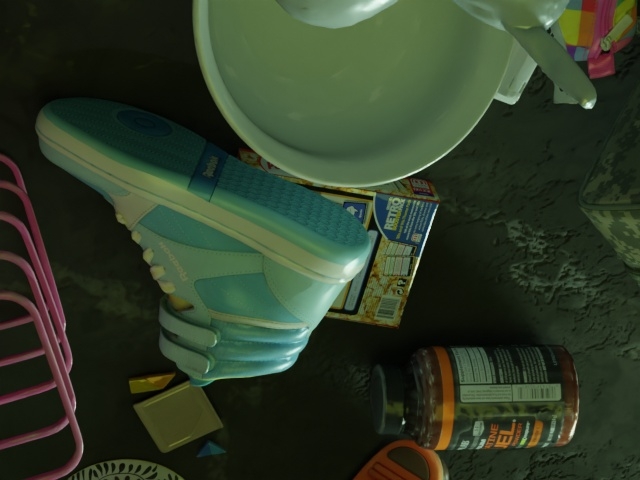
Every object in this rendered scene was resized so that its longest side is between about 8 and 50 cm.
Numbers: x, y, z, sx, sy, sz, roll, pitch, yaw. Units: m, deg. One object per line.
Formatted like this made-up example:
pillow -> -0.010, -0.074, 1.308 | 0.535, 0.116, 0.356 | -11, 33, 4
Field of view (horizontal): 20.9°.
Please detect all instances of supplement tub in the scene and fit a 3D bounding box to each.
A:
supplement tub -> 0.152, 0.157, 1.733 | 0.198, 0.106, 0.106 | -1, 119, -9

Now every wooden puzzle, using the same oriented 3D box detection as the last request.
wooden puzzle -> -0.143, 0.175, 1.743 | 0.078, 0.014, 0.116 | -16, 120, 4

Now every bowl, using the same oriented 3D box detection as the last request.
bowl -> -0.200, 0.316, 1.772 | 0.170, 0.080, 0.170 | -4, 120, -7
bowl -> 0.009, -0.198, 1.469 | 0.298, 0.134, 0.298 | -4, 99, -24

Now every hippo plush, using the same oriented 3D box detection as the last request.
hippo plush -> 0.069, -0.240, 1.335 | 0.236, 0.234, 0.294 | -5, 96, 1

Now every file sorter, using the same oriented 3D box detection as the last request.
file sorter -> -0.319, 0.073, 1.499 | 0.182, 0.291, 0.202 | -15, 120, -5

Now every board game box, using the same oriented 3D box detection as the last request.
board game box -> 0.000, 0.000, 1.653 | 0.193, 0.045, 0.147 | 10, 117, -15

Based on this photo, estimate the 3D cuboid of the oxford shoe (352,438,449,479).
oxford shoe -> 0.074, 0.372, 1.851 | 0.132, 0.130, 0.364 | -3, 117, -46

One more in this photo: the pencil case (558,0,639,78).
pencil case -> 0.234, -0.256, 1.470 | 0.104, 0.104, 0.236 | -11, 139, -4

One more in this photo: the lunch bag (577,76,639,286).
lunch bag -> 0.406, -0.050, 1.547 | 0.256, 0.212, 0.305 | 46, 59, -26

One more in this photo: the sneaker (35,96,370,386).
sneaker -> -0.136, 0.016, 1.563 | 0.319, 0.127, 0.208 | 27, 115, 3

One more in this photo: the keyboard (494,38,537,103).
keyboard -> 0.203, -0.244, 1.576 | 0.072, 0.014, 0.256 | 21, 113, -14
